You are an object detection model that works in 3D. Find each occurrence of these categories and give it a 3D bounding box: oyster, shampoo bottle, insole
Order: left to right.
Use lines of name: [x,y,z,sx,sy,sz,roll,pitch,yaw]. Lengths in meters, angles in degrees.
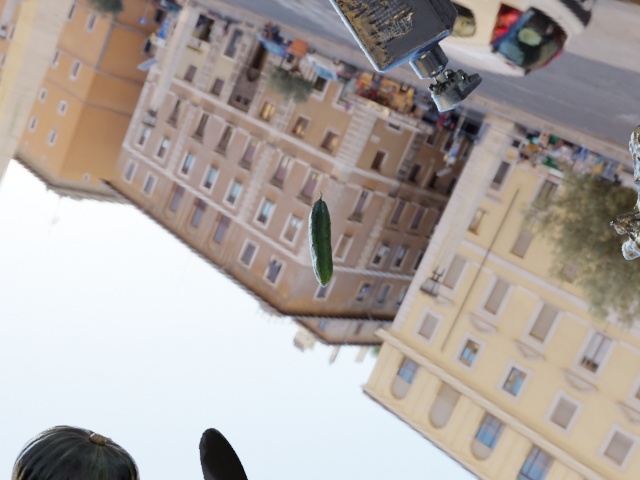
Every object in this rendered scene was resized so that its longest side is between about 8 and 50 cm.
insole: [-0.136,0.462,1.280,0.012,0.110,0.309,8,-148,-50]
shampoo bottle: [0.058,-0.264,0.745,0.309,0.098,0.071,53,-146,-18]
oyster: [0.208,-0.028,0.464,0.083,0.080,0.038,53,-135,-6]

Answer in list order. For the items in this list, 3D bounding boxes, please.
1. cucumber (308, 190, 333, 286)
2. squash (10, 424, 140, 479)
cucumber: [0.000,0.000,1.172,0.039,0.168,0.039,-3,155,-2]
squash: [-0.418,0.414,1.253,0.218,0.172,0.218,19,164,6]
